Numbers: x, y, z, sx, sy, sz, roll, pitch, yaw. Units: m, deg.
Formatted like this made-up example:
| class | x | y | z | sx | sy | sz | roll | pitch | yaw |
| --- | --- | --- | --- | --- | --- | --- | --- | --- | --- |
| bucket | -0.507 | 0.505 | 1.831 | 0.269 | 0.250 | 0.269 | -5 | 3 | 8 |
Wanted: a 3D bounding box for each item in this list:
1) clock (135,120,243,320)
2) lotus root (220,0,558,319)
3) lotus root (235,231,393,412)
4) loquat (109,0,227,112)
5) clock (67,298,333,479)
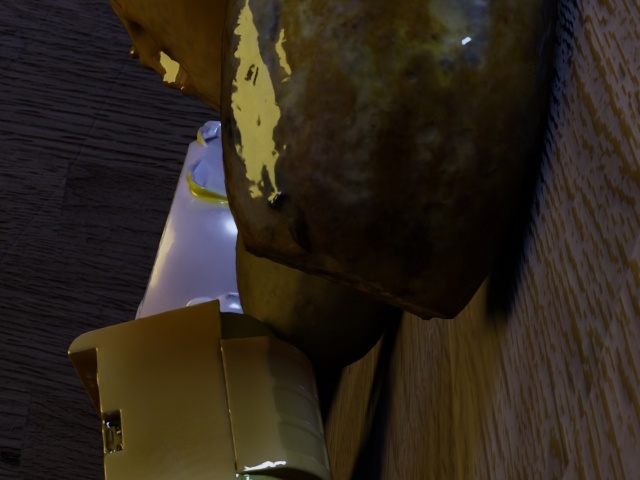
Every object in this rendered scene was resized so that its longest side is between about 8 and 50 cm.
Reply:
| class | x | y | z | sx | sy | sz | roll | pitch | yaw |
| --- | --- | --- | --- | --- | --- | --- | --- | --- | --- |
| clock | -0.091 | 0.078 | 2.119 | 0.368 | 0.250 | 0.377 | -84 | 12 | -60 |
| lotus root | 0.034 | -0.107 | 0.927 | 0.193 | 0.193 | 0.291 | 113 | 169 | -78 |
| lotus root | 0.000 | 0.000 | 1.474 | 0.169 | 0.151 | 0.343 | -85 | 7 | -58 |
| loquat | -0.015 | -0.243 | 1.259 | 0.328 | 0.328 | 0.328 | -168 | 90 | -88 |
| clock | -0.083 | 0.228 | 1.449 | 0.317 | 0.200 | 0.244 | 82 | -178 | -51 |
